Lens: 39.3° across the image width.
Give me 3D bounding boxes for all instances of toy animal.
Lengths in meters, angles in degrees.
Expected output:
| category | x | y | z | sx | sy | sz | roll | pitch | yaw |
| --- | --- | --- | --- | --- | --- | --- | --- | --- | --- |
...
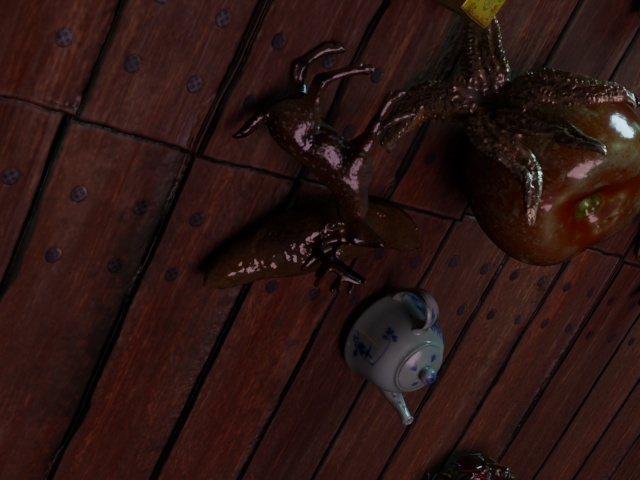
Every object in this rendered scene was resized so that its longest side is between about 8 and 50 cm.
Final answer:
| category | x | y | z | sx | sy | sz | roll | pitch | yaw |
| --- | --- | --- | --- | --- | --- | --- | --- | --- | --- |
| toy animal | 0.013 | -0.090 | 1.129 | 0.243 | 0.087 | 0.260 | 38 | 87 | -6 |

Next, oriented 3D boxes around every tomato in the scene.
| category | x | y | z | sx | sy | sz | roll | pitch | yaw |
| --- | --- | --- | --- | --- | --- | --- | --- | --- | --- |
| tomato | 0.334 | -0.107 | 1.303 | 0.270 | 0.223 | 0.270 | -20 | 141 | -18 |

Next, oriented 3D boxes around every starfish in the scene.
| category | x | y | z | sx | sy | sz | roll | pitch | yaw |
| --- | --- | --- | --- | --- | --- | --- | --- | --- | --- |
| starfish | 0.262 | -0.180 | 1.157 | 0.301 | 0.293 | 0.084 | -55 | 148 | 7 |

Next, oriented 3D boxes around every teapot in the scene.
| category | x | y | z | sx | sy | sz | roll | pitch | yaw |
| --- | --- | --- | --- | --- | --- | --- | --- | --- | --- |
| teapot | 0.133 | 0.172 | 1.403 | 0.159 | 0.159 | 0.232 | -9 | 125 | -31 |

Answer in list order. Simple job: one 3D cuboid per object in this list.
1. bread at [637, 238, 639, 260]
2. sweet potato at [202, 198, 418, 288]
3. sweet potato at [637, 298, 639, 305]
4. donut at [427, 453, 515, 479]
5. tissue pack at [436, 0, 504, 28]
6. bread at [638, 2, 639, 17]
| category | x | y | z | sx | sy | sz | roll | pitch | yaw |
| --- | --- | --- | --- | --- | --- | --- | --- | --- | --- |
| bread | 0.694 | -0.043 | 1.694 | 0.140 | 0.106 | 0.236 | -16 | 129 | -30 |
| sweet potato | 0.003 | -0.003 | 1.224 | 0.341 | 0.092 | 0.114 | -12 | 143 | -29 |
| sweet potato | 0.696 | 0.081 | 1.832 | 0.153 | 0.038 | 0.041 | -38 | 157 | -20 |
| donut | 0.286 | 0.519 | 1.795 | 0.216 | 0.096 | 0.230 | -34 | 134 | -15 |
| tissue pack | 0.214 | -0.366 | 1.122 | 0.062 | 0.095 | 0.176 | 25 | 103 | -45 |
| bread | 0.554 | -0.426 | 1.354 | 0.139 | 0.060 | 0.178 | -20 | 130 | -25 |
